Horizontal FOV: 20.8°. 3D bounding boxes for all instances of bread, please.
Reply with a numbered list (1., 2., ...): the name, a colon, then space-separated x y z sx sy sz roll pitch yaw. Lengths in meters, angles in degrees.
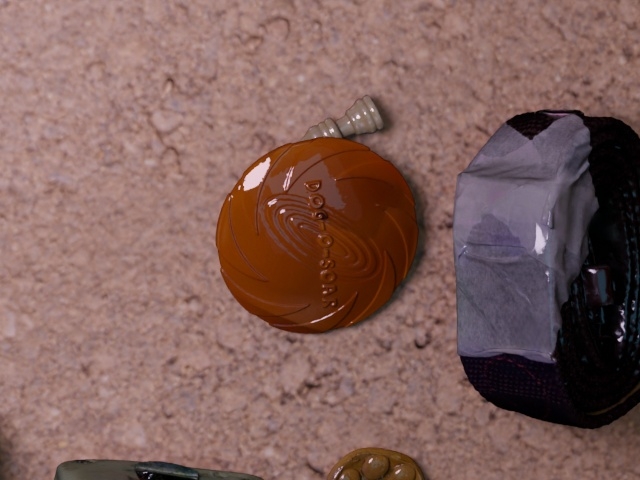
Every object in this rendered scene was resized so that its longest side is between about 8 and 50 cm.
1. bread: 0.051 0.250 1.677 0.110 0.024 0.110 -2 99 -13

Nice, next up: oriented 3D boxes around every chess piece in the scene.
1. chess piece: 0.011 -0.098 1.605 0.092 0.035 0.035 -28 105 -5

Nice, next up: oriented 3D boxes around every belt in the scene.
1. belt: 0.211 0.024 1.613 0.184 0.164 0.289 -10 102 -40

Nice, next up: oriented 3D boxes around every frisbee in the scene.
1. frisbee: 0.000 0.000 1.602 0.192 0.035 0.192 -4 111 -11

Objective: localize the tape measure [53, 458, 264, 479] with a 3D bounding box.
1. tape measure: -0.119 0.258 1.544 0.235 0.207 0.115 8 95 -13
